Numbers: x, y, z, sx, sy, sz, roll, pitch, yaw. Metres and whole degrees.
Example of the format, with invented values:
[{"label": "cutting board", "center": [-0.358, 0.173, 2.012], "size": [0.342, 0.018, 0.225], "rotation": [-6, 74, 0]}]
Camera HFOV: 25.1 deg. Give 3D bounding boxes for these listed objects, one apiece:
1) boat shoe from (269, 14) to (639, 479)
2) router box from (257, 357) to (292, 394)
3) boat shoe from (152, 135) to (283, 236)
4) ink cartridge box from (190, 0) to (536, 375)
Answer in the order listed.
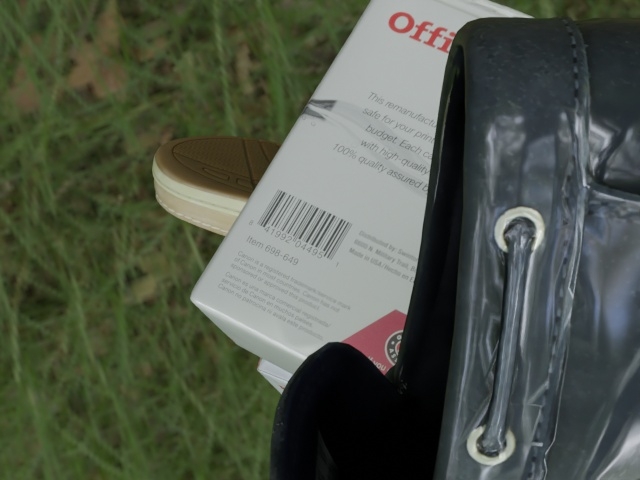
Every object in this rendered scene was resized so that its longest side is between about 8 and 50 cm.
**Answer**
[{"label": "boat shoe", "center": [0.048, 0.116, 0.584], "size": [0.156, 0.187, 0.500], "rotation": [11, 129, -11]}, {"label": "router box", "center": [0.127, 0.192, 1.516], "size": [0.301, 0.335, 0.082], "rotation": [59, 53, -68]}, {"label": "boat shoe", "center": [0.000, 0.000, 1.129], "size": [0.302, 0.109, 0.098], "rotation": [13, 120, -29]}, {"label": "ink cartridge box", "center": [0.058, -0.016, 0.770], "size": [0.218, 0.158, 0.092], "rotation": [-59, 159, -11]}]
